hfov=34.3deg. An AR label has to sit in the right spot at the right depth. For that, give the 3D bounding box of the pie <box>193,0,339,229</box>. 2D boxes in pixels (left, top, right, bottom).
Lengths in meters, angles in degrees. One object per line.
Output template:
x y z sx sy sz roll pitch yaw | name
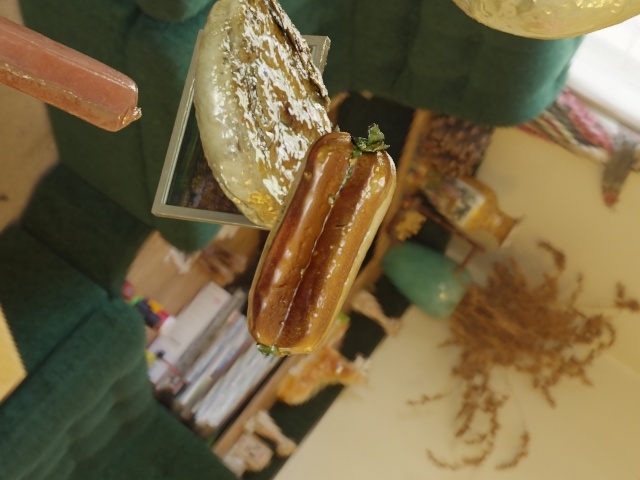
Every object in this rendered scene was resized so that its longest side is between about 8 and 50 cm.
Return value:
-0.048 -0.131 1.079 0.274 0.055 0.274 34 51 -58 | pie

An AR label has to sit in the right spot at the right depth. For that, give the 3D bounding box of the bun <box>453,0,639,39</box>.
0.213 -0.376 1.005 0.213 0.361 0.361 0 124 -56 | bun

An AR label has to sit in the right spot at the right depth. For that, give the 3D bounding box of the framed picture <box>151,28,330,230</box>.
-0.098 -0.138 1.262 0.016 0.184 0.249 36 66 -64 | framed picture

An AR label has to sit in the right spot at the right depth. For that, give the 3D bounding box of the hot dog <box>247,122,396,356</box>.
0.000 0.000 0.767 0.055 0.072 0.188 -22 136 -83 | hot dog

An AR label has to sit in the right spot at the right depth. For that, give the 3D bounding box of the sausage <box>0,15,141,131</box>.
-0.162 -0.097 0.544 0.030 0.147 0.035 -57 -157 24 | sausage
